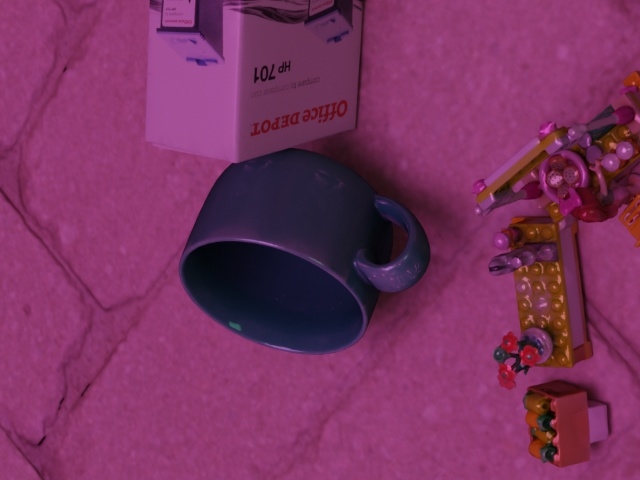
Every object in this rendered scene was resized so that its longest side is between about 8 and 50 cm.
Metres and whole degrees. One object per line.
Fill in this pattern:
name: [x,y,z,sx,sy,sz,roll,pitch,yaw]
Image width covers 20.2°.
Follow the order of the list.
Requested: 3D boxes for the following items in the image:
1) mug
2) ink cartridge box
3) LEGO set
mug: [-0.005,0.004,1.191,0.157,0.097,0.129,16,147,6]
ink cartridge box: [-0.039,-0.158,1.158,0.082,0.139,0.191,13,110,33]
LEGO set: [0.145,0.012,1.082,0.132,0.107,0.287,38,122,24]
